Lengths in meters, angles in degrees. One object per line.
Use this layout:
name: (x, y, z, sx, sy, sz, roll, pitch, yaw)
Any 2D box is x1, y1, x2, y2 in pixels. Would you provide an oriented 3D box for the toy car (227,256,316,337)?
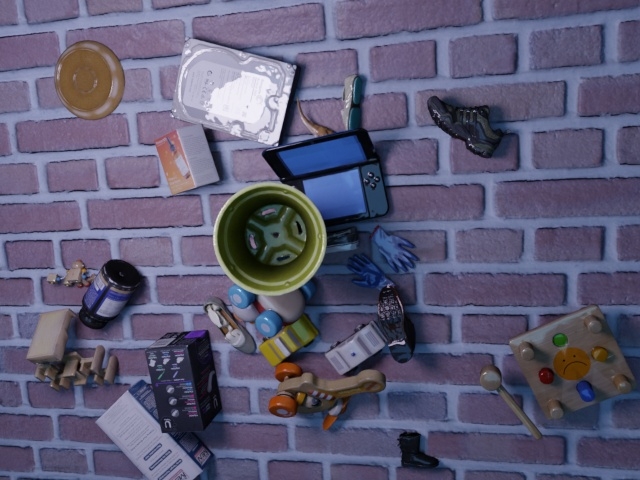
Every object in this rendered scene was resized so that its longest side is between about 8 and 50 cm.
toy car: (-0.175, 0.187, 1.817, 0.210, 0.219, 0.238, 46, 135, 1)

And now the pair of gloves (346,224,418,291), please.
pair of gloves: (0.174, 0.064, 1.782, 0.159, 0.023, 0.198, 40, 104, 5)

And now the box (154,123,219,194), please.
box: (-0.386, -0.231, 1.790, 0.130, 0.091, 0.170, -12, 98, 46)

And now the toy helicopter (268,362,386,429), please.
toy helicopter: (0.039, 0.445, 1.797, 0.355, 0.140, 0.235, -20, 131, 29)

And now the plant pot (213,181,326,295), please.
plant pot: (-0.125, -0.009, 1.627, 0.276, 0.254, 0.276, 0, 93, -2)

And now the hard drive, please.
hard drive: (-0.245, -0.421, 1.767, 0.339, 0.064, 0.237, 18, 103, 8)

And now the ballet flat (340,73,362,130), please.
ballet flat: (0.082, -0.372, 1.717, 0.052, 0.057, 0.168, 13, 100, 38)

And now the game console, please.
game console: (0.018, -0.156, 1.699, 0.293, 0.173, 0.250, -10, 97, 14)

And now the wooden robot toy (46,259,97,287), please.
wooden robot toy: (-0.781, 0.102, 1.987, 0.173, 0.076, 0.079, -5, 64, 13)

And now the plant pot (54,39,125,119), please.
plant pot: (-0.704, -0.483, 1.872, 0.236, 0.032, 0.236, 2, 99, 12)

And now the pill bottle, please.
pill bottle: (-0.659, 0.172, 1.922, 0.123, 0.123, 0.219, 42, 116, 3)

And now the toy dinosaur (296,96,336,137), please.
toy dinosaur: (-0.001, -0.298, 1.745, 0.211, 0.064, 0.112, 29, 90, -4)

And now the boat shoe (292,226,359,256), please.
boat shoe: (0.000, 0.000, 1.782, 0.219, 0.078, 0.070, -8, 102, 5)

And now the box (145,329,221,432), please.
box: (-0.415, 0.427, 1.899, 0.143, 0.165, 0.270, -7, 98, 13)

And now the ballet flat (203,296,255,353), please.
ballet flat: (-0.284, 0.268, 1.893, 0.072, 0.068, 0.213, -38, 91, 16)

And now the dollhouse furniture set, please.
dollhouse furniture set: (-0.794, 0.351, 1.976, 0.212, 0.161, 0.242, -10, 141, 14)

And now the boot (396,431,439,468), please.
boot: (0.289, 0.621, 1.844, 0.121, 0.045, 0.099, -2, 96, 13)

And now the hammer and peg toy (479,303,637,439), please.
hammer and peg toy: (0.630, 0.357, 1.680, 0.361, 0.127, 0.266, -28, 95, 15)

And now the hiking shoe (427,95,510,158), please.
hiking shoe: (0.388, -0.322, 1.646, 0.227, 0.086, 0.114, 39, 92, -2)

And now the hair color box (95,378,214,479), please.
hair color box: (-0.530, 0.637, 1.992, 0.174, 0.105, 0.347, -44, 88, 16)

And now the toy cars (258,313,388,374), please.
toy cars: (-0.002, 0.315, 1.830, 0.393, 0.087, 0.176, 4, 101, 11)

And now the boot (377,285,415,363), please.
boot: (0.219, 0.238, 1.776, 0.082, 0.106, 0.219, -14, 80, 18)
